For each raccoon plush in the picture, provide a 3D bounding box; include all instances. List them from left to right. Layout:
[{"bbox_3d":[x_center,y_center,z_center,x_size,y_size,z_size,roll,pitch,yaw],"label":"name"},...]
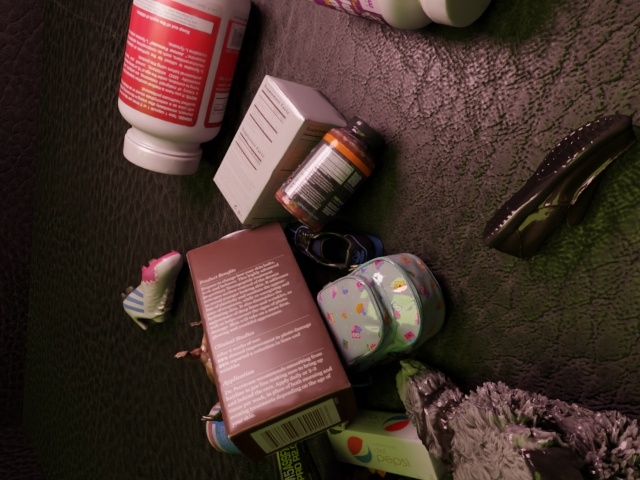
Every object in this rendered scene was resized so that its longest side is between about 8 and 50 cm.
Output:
[{"bbox_3d":[0.315,0.233,0.567,0.446,0.300,0.215,-120,25,-63],"label":"raccoon plush"}]

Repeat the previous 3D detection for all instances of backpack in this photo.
[{"bbox_3d":[0.098,0.111,0.732,0.188,0.145,0.165,-37,64,34],"label":"backpack"}]

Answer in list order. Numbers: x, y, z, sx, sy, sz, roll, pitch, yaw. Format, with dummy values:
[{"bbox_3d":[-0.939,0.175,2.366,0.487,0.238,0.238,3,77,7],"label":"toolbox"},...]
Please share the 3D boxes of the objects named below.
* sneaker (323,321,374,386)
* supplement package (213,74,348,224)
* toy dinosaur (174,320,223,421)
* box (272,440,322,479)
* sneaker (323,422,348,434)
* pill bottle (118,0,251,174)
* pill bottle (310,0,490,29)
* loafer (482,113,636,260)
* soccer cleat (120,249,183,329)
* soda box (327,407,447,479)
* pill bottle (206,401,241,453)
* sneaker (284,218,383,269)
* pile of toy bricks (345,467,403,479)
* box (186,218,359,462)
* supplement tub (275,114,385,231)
[{"bbox_3d":[0.026,0.203,0.855,0.188,0.067,0.078,40,112,28],"label":"sneaker"},{"bbox_3d":[-0.076,-0.163,0.865,0.133,0.139,0.244,53,125,26],"label":"supplement package"},{"bbox_3d":[-0.207,0.280,0.974,0.295,0.127,0.200,-128,22,-75],"label":"toy dinosaur"},{"bbox_3d":[-0.009,0.491,0.786,0.216,0.060,0.269,-125,15,-69],"label":"box"},{"bbox_3d":[-0.031,0.264,0.878,0.279,0.118,0.107,20,133,49],"label":"sneaker"},{"bbox_3d":[-0.315,-0.365,1.004,0.229,0.229,0.407,38,118,34],"label":"pill bottle"},{"bbox_3d":[0.099,-0.408,0.655,0.302,0.169,0.169,37,118,35],"label":"pill bottle"},{"bbox_3d":[0.307,-0.060,0.574,0.078,0.080,0.220,36,122,-3],"label":"loafer"},{"bbox_3d":[-0.457,0.148,1.288,0.331,0.116,0.143,-38,85,41],"label":"soccer cleat"},{"bbox_3d":[0.114,0.347,0.780,0.216,0.069,0.073,-13,98,44],"label":"soda box"},{"bbox_3d":[-0.145,0.409,0.999,0.222,0.124,0.124,-21,80,43],"label":"pill bottle"},{"bbox_3d":[0.000,0.000,0.843,0.232,0.091,0.081,12,103,41],"label":"sneaker"},{"bbox_3d":[0.129,0.454,0.760,0.212,0.105,0.117,32,115,36],"label":"pile of toy bricks"},{"bbox_3d":[-0.096,0.153,0.790,0.143,0.191,0.381,77,170,-49],"label":"box"},{"bbox_3d":[0.021,-0.117,0.775,0.198,0.106,0.106,-48,59,5],"label":"supplement tub"}]
